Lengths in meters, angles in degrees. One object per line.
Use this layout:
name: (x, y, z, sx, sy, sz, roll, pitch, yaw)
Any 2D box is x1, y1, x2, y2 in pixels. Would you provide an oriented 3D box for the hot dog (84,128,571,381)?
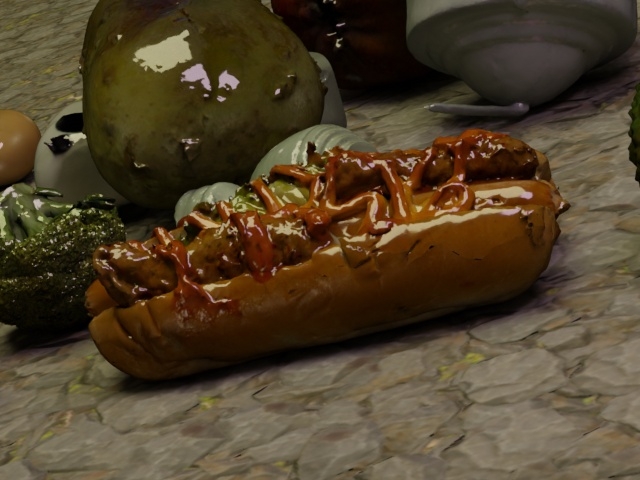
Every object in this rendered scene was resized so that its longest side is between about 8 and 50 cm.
hot dog: (0.000, 0.000, 1.243, 0.349, 0.117, 0.158, -13, 17, 12)

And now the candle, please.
candle: (0.181, -0.263, 1.635, 0.221, 0.342, 0.221, 0, -13, 0)

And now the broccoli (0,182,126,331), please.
broccoli: (-0.212, 0.012, 1.400, 0.130, 0.120, 0.131, -36, -12, -8)

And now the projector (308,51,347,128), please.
projector: (-0.035, -0.129, 1.721, 0.082, 0.083, 0.083, -25, 19, -26)

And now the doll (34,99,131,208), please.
doll: (-0.215, -0.076, 1.698, 0.110, 0.107, 0.181, -38, 11, 4)

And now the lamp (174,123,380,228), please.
lamp: (-0.027, -0.027, 1.398, 0.193, 0.106, 0.106, -15, 14, 41)

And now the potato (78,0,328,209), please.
potato: (-0.111, -0.143, 1.563, 0.210, 0.173, 0.307, -18, 34, -5)

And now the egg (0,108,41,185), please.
egg: (-0.341, -0.097, 1.914, 0.080, 0.080, 0.096, -11, 15, 17)

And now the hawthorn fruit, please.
hawthorn fruit: (0.075, -0.272, 1.854, 0.208, 0.208, 0.248, -1, 32, 41)

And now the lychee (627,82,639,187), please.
lychee: (0.281, -0.069, 1.156, 0.171, 0.171, 0.171, -15, 18, 5)
